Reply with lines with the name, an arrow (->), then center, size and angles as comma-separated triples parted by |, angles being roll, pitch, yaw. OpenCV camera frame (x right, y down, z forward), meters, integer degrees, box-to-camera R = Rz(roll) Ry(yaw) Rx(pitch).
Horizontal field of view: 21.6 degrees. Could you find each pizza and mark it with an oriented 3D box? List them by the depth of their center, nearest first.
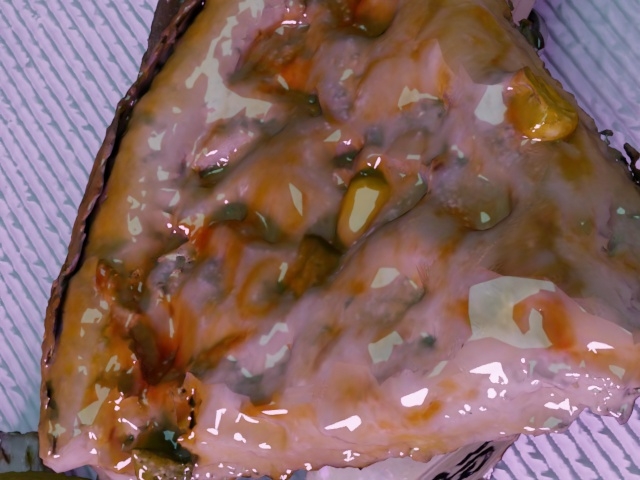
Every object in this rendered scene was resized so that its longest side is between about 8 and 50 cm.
pizza -> -0.024, -0.011, 0.981 | 0.392, 0.080, 0.435 | -37, 54, 13

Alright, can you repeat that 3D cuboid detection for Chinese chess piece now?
Chinese chess piece -> 0.059, 0.128, 1.008 | 0.144, 0.144, 0.058 | -45, 69, 10

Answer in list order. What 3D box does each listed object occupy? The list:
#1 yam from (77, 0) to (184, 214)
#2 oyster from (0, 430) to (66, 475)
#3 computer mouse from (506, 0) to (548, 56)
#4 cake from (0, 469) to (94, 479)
yam -> -0.101, -0.124, 1.179 | 0.061, 0.061, 0.252 | 20, 87, 27
oyster -> -0.273, 0.285, 1.176 | 0.129, 0.079, 0.345 | 35, 96, 45
computer mouse -> 0.052, -0.193, 1.108 | 0.236, 0.082, 0.145 | 19, 88, 22
cake -> -0.149, 0.249, 1.037 | 0.261, 0.156, 0.179 | 11, 97, -7
